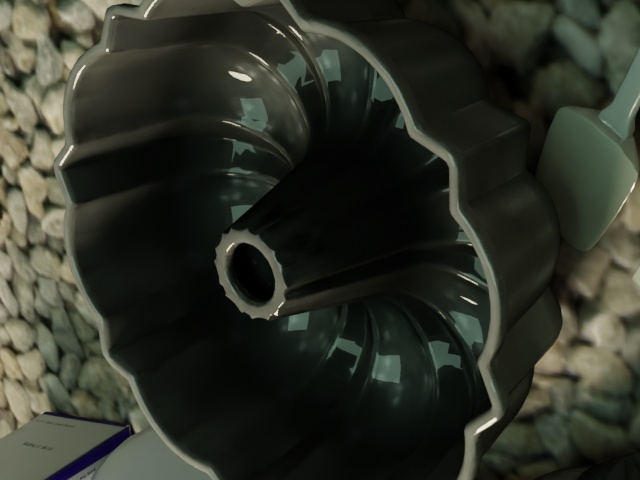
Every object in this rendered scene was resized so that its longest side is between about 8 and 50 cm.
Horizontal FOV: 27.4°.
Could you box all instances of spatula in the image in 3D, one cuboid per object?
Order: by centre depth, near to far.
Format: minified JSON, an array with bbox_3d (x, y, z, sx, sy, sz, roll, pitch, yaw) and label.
[{"bbox_3d":[0.189,-0.042,0.605,0.168,0.019,0.242,46,149,22],"label":"spatula"}]

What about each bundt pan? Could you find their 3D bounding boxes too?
[{"bbox_3d":[0.000,0.000,0.753,0.330,0.124,0.331,19,121,36],"label":"bundt pan"}]

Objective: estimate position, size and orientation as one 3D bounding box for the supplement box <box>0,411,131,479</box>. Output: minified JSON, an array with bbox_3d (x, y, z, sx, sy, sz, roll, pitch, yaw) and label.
[{"bbox_3d":[-0.202,0.267,1.072,0.111,0.114,0.220,1,111,41],"label":"supplement box"}]

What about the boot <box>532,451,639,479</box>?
[{"bbox_3d":[0.170,0.284,0.766,0.222,0.118,0.338,-25,84,52],"label":"boot"}]

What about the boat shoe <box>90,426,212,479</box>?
[{"bbox_3d":[-0.062,0.207,0.916,0.301,0.108,0.102,5,135,53],"label":"boat shoe"}]
